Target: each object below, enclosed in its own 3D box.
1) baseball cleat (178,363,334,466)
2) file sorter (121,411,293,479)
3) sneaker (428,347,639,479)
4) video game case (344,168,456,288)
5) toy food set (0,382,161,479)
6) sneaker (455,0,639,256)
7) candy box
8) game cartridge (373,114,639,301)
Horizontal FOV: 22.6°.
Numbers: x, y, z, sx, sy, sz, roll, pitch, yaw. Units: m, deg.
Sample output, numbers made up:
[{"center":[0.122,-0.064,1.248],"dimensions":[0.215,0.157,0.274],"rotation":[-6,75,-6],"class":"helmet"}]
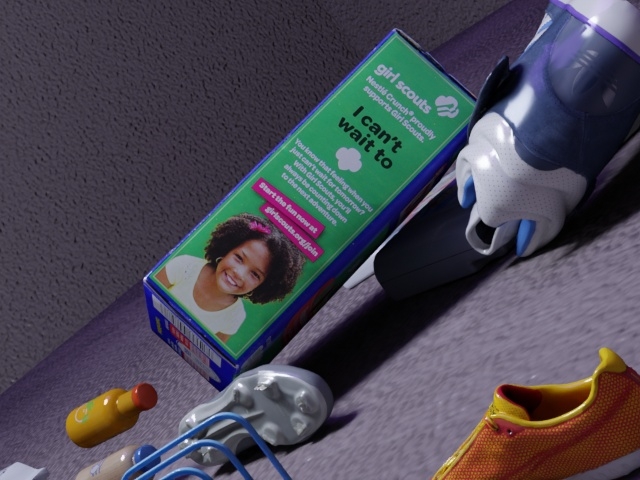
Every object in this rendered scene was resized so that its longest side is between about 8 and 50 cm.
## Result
[{"center":[-0.041,0.130,1.338],"dimensions":[0.109,0.072,0.206],"rotation":[-34,7,-40],"class":"baseball cleat"},{"center":[-0.086,0.197,0.973],"dimensions":[0.118,0.104,0.170],"rotation":[-34,8,22],"class":"file sorter"},{"center":[0.095,0.109,0.826],"dimensions":[0.175,0.067,0.064],"rotation":[-35,9,24],"class":"sneaker"},{"center":[0.120,-0.032,1.811],"dimensions":[0.201,0.023,0.183],"rotation":[-34,8,20],"class":"video game case"},{"center":[-0.214,0.225,1.379],"dimensions":[0.104,0.111,0.232],"rotation":[-31,9,41],"class":"toy food set"},{"center":[0.194,-0.099,1.375],"dimensions":[0.236,0.130,0.323],"rotation":[-53,-3,9],"class":"sneaker"},{"center":[-0.011,-0.014,1.472],"dimensions":[0.317,0.122,0.268],"rotation":[-47,-5,-11],"class":"candy box"},{"center":[0.185,-0.056,1.540],"dimensions":[0.297,0.062,0.198],"rotation":[-41,12,-31],"class":"game cartridge"}]
